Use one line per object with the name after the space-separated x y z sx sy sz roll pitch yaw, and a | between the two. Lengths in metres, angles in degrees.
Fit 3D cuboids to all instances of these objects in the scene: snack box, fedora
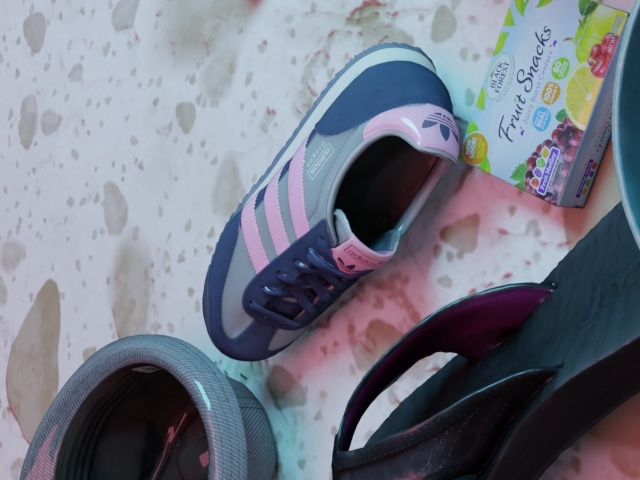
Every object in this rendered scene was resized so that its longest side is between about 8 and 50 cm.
0.166 -0.106 0.845 0.100 0.037 0.141 32 111 43 | snack box
-0.143 0.216 1.080 0.275 0.124 0.244 -53 56 19 | fedora

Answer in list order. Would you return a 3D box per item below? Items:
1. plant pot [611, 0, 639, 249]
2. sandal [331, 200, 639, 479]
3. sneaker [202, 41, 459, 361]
0.322 -0.060 0.575 0.290 0.195 0.290 -3 86 45 | plant pot
0.106 0.096 0.810 0.446 0.107 0.167 -50 20 25 | sandal
0.000 0.000 0.933 0.319 0.112 0.131 -59 29 28 | sneaker
